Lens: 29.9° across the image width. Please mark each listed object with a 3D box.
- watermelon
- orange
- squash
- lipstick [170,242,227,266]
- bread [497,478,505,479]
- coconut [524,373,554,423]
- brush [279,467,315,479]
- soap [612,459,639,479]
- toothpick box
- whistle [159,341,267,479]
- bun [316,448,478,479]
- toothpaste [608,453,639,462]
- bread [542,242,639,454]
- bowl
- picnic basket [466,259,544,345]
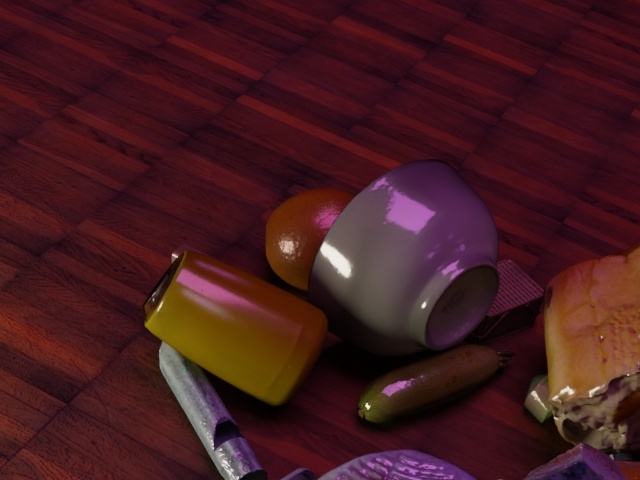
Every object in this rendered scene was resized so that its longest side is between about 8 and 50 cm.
[{"bbox_3d":[0.371,0.351,1.788,0.180,0.081,0.094,-9,17,-17],"label":"watermelon"},{"bbox_3d":[0.000,0.000,2.146,0.206,0.206,0.206,8,38,-6],"label":"orange"},{"bbox_3d":[0.205,0.225,1.996,0.341,0.094,0.094,-15,46,-32],"label":"squash"},{"bbox_3d":[-0.195,0.059,2.131,0.145,0.045,0.045,26,41,18],"label":"lipstick"},{"bbox_3d":[0.288,0.420,1.801,0.149,0.073,0.122,18,33,3],"label":"bread"},{"bbox_3d":[0.384,0.261,2.014,0.082,0.083,0.081,2,42,-48],"label":"coconut"},{"bbox_3d":[-0.133,0.394,1.730,0.297,0.068,0.060,-19,26,-39],"label":"brush"},{"bbox_3d":[0.505,0.420,1.811,0.274,0.089,0.173,3,44,3],"label":"soap"},{"bbox_3d":[-0.140,0.130,1.896,0.271,0.175,0.175,30,37,-10],"label":"toothpick box"},{"bbox_3d":[-0.177,0.266,1.866,0.062,0.062,0.312,-12,44,-28],"label":"whistle"},{"bbox_3d":[0.114,0.448,1.614,0.354,0.194,0.354,6,41,-6],"label":"bun"},{"bbox_3d":[0.497,0.380,1.929,0.071,0.045,0.193,-5,46,-7],"label":"toothpaste"},{"bbox_3d":[0.552,0.148,1.932,0.250,0.361,0.394,48,28,-26],"label":"bread"},{"bbox_3d":[0.171,0.059,1.977,0.354,0.354,0.185,-21,46,-35],"label":"bowl"},{"bbox_3d":[0.314,0.112,2.177,0.164,0.079,0.115,-17,47,-32],"label":"picnic basket"}]
